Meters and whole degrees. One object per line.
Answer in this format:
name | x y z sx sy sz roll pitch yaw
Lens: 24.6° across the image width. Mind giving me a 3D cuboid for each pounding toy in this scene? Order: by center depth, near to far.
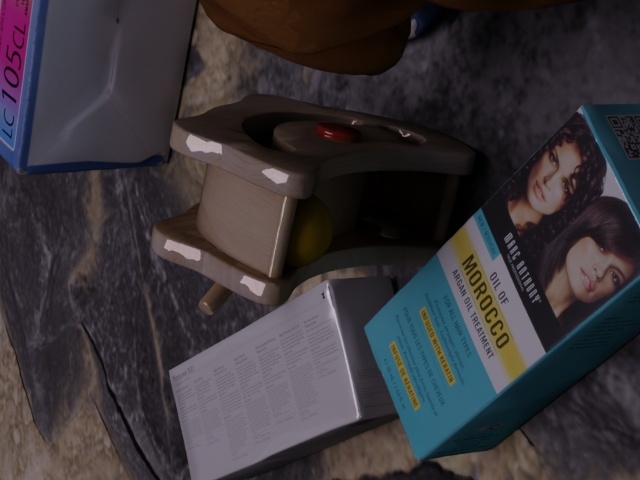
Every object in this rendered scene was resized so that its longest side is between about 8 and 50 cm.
pounding toy | 0.000 0.000 0.924 0.154 0.269 0.155 17 107 15

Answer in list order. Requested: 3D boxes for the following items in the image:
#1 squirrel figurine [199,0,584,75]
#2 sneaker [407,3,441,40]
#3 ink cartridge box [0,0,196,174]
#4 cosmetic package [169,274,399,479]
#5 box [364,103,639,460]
squirrel figurine | 0.068 -0.200 0.638 0.370 0.397 0.281 19 99 40
sneaker | -0.036 -0.198 1.004 0.296 0.131 0.112 22 109 51
ink cartridge box | -0.265 -0.258 1.321 0.395 0.151 0.270 41 125 48
cosmetic package | -0.025 0.107 1.073 0.239 0.060 0.099 -31 70 52
box | 0.122 0.031 0.853 0.244 0.060 0.101 -50 54 46
